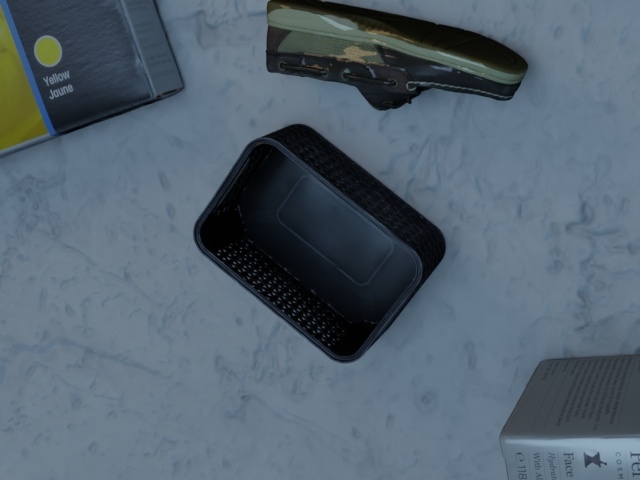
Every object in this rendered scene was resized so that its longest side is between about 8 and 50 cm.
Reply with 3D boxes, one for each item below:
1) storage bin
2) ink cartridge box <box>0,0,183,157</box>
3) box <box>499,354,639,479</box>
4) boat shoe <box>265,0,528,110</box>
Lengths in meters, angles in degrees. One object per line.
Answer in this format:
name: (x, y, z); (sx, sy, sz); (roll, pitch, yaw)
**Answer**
storage bin: (0.000, 0.000, 1.028); (0.180, 0.084, 0.122); (39, 112, 6)
ink cartridge box: (-0.311, -0.229, 1.093); (0.303, 0.072, 0.307); (-17, 99, 23)
box: (0.224, 0.201, 0.944); (0.119, 0.182, 0.181); (-6, 101, 21)
boat shoe: (0.056, -0.141, 0.981); (0.223, 0.080, 0.073); (18, 114, 20)
